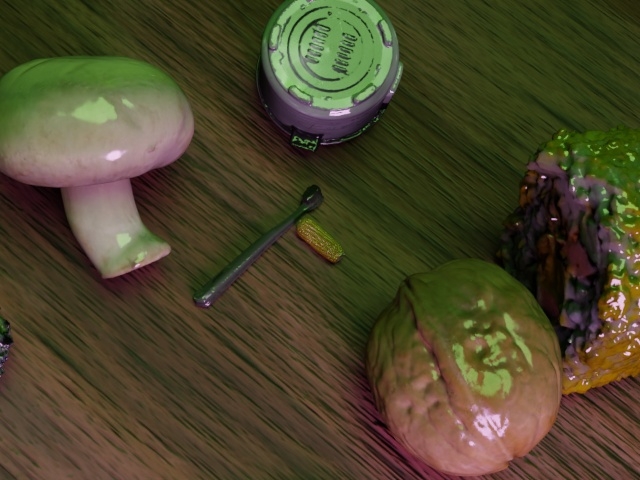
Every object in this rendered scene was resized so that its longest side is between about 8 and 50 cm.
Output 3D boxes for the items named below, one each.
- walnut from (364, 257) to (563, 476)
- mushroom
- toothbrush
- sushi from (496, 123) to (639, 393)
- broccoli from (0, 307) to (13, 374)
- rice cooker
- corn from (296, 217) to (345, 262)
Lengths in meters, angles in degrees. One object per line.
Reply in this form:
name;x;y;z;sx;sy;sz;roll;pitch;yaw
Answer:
walnut;0.209;0.184;1.462;0.252;0.277;0.313;-3;55;-50
mushroom;-0.327;-0.152;1.470;0.315;0.315;0.356;-34;66;-26
toothbrush;-0.097;0.006;1.602;0.030;0.030;0.297;29;59;31
sushi;0.436;0.016;1.532;0.240;0.396;0.351;-9;59;-13
broccoli;-0.567;0.110;1.381;0.304;0.165;0.145;38;92;21
rice cooker;0.012;-0.291;1.665;0.241;0.227;0.280;15;83;-2
corn;0.000;0.000;1.624;0.092;0.037;0.037;41;62;9
